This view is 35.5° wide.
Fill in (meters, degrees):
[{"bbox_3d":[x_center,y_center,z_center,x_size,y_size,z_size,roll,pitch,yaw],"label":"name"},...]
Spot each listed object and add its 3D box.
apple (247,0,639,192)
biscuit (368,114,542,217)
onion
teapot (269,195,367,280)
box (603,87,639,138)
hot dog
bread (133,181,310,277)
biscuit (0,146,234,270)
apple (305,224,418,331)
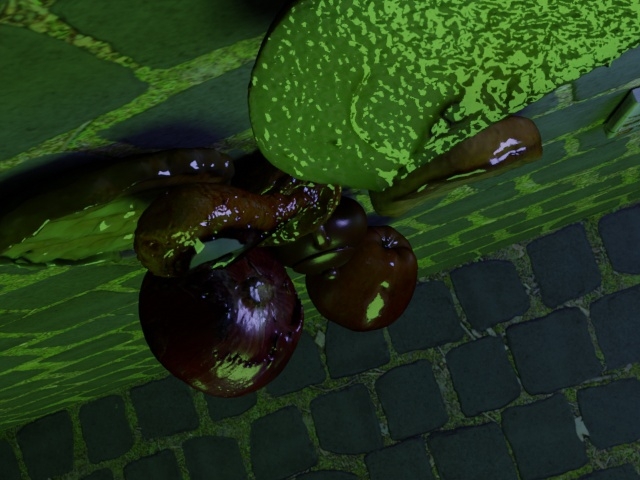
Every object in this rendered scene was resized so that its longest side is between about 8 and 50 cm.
[{"bbox_3d":[0.098,-0.166,0.805,0.346,0.179,0.254,-27,180,34],"label":"apple"},{"bbox_3d":[0.196,-0.119,1.498,0.274,0.091,0.213,-19,173,11],"label":"biscuit"},{"bbox_3d":[-0.164,0.120,1.612,0.276,0.276,0.276,-18,170,-3],"label":"onion"},{"bbox_3d":[0.000,0.000,1.669,0.178,0.135,0.252,-22,171,-2],"label":"teapot"},{"bbox_3d":[0.571,-0.234,1.732,0.122,0.032,0.220,-19,170,0],"label":"box"},{"bbox_3d":[-0.069,-0.055,1.345,0.160,0.099,0.226,3,155,-43],"label":"hot dog"},{"bbox_3d":[-0.123,-0.018,1.156,0.139,0.095,0.269,-32,176,25],"label":"bread"},{"bbox_3d":[-0.260,-0.029,1.208,0.329,0.078,0.335,-20,171,-7],"label":"biscuit"},{"bbox_3d":[0.093,0.074,2.048,0.233,0.234,0.234,-18,170,-3],"label":"apple"}]
